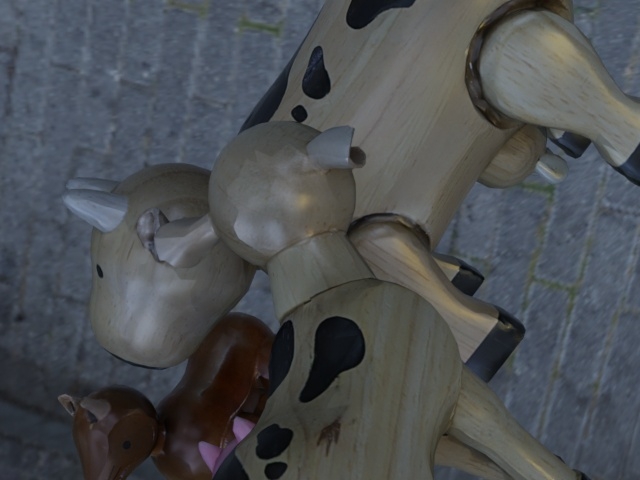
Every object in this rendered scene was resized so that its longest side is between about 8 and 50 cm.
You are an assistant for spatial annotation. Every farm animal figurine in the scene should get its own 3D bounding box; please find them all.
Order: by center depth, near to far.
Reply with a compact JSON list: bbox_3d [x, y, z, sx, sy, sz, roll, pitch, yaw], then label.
[{"bbox_3d":[0.000,0.000,0.497,0.172,0.330,0.327,36,79,-17],"label":"farm animal figurine"}]
